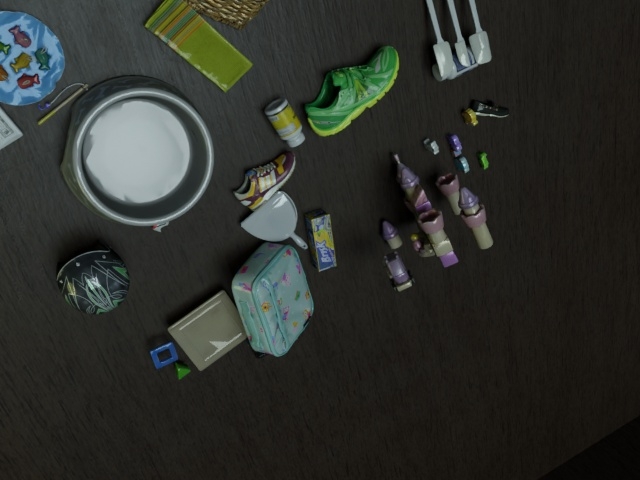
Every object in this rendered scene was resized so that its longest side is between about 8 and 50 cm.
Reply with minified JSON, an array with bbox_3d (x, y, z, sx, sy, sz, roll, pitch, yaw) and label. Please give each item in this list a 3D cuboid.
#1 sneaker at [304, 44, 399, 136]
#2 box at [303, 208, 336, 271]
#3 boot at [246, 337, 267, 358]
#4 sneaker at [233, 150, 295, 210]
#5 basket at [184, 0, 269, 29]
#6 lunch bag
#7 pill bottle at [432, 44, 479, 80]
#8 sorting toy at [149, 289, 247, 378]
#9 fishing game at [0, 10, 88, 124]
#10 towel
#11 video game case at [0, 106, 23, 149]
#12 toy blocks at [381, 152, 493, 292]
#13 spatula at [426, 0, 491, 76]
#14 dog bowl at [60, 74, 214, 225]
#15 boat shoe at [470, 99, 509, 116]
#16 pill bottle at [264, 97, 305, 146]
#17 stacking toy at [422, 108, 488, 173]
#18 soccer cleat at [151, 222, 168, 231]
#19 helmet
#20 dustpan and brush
[{"bbox_3d":[0.082,-0.394,1.523,0.295,0.109,0.123,-45,128,-2],"label":"sneaker"},{"bbox_3d":[0.000,0.000,1.692,0.059,0.054,0.169,-18,120,-19],"label":"box"},{"bbox_3d":[-0.152,0.284,1.729,0.121,0.045,0.099,-29,142,-16],"label":"boot"},{"bbox_3d":[-0.142,-0.165,1.536,0.084,0.069,0.185,38,90,-36],"label":"sneaker"},{"bbox_3d":[-0.232,-0.632,1.266,0.299,0.223,0.213,13,73,-31],"label":"basket"},{"bbox_3d":[-0.124,0.165,1.610,0.224,0.108,0.279,-53,137,-45],"label":"lunch bag"},{"bbox_3d":[0.371,-0.486,1.654,0.120,0.067,0.067,-28,122,-14],"label":"pill bottle"},{"bbox_3d":[-0.302,0.242,1.652,0.348,0.047,0.196,-35,127,-12],"label":"sorting toy"},{"bbox_3d":[-0.617,-0.367,1.213,0.189,0.041,0.264,-40,126,-14],"label":"fishing game"},{"bbox_3d":[-0.270,-0.439,1.351,0.102,0.021,0.237,-37,129,22],"label":"towel"},{"bbox_3d":[-0.751,-0.247,1.217,0.183,0.023,0.201,-36,124,-9],"label":"video game case"},{"bbox_3d":[0.266,-0.081,1.651,0.309,0.288,0.260,-27,118,6],"label":"toy blocks"},{"bbox_3d":[0.363,-0.578,1.598,0.168,0.019,0.242,-20,102,-10],"label":"spatula"},{"bbox_3d":[-0.401,-0.191,1.353,0.349,0.102,0.348,-9,110,-26],"label":"dog bowl"},{"bbox_3d":[0.506,-0.392,1.777,0.133,0.049,0.042,0,120,-22],"label":"boat shoe"},{"bbox_3d":[-0.087,-0.294,1.509,0.065,0.065,0.116,-37,124,-8],"label":"pill bottle"},{"bbox_3d":[0.414,-0.258,1.789,0.167,0.052,0.221,-36,124,-8],"label":"stacking toy"},{"bbox_3d":[-0.385,-0.057,1.488,0.083,0.029,0.035,-48,139,-2],"label":"soccer cleat"},{"bbox_3d":[-0.528,0.091,1.398,0.169,0.161,0.169,-11,116,-23],"label":"helmet"},{"bbox_3d":[-0.100,-0.033,1.633,0.147,0.060,0.211,-40,118,9],"label":"dustpan and brush"}]
